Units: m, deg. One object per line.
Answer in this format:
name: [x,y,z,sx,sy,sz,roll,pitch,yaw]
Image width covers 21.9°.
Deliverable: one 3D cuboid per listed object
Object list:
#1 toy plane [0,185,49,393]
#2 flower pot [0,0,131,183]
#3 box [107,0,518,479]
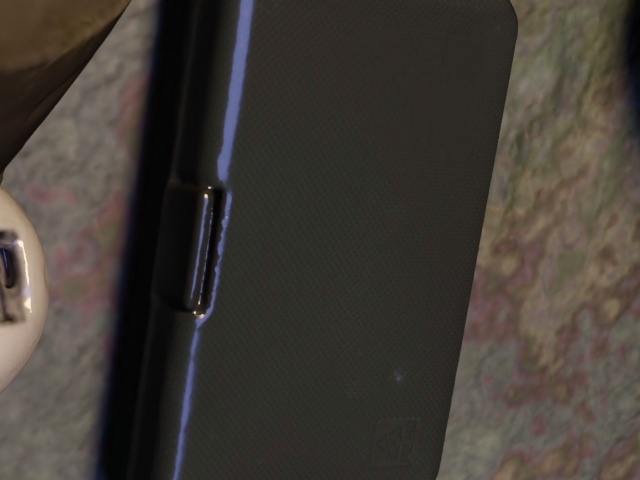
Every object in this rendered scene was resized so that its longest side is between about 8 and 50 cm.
toy plane: [-0.198,0.021,0.490,0.252,0.118,0.252,5,82,-36]
flower pot: [-0.140,-0.093,0.370,0.269,0.166,0.269,19,63,-41]
box: [0.000,0.000,0.680,0.160,0.050,0.230,1,103,-39]
